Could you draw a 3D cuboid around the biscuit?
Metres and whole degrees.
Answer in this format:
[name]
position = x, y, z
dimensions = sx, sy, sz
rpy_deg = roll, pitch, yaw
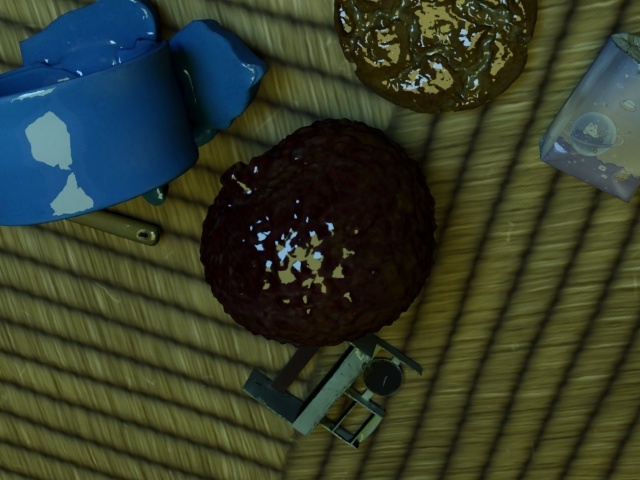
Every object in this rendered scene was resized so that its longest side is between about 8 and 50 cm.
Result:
[biscuit]
position = 0.121, -0.239, 0.987
dimensions = 0.226, 0.042, 0.225
rpy_deg = 4, 112, 10

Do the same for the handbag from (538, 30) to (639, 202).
[handbag]
position = 0.320, -0.137, 0.971
dimensions = 0.117, 0.095, 0.173
rpy_deg = 25, 123, -7

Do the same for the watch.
[watch]
position = -0.216, -0.122, 0.971
dimensions = 0.305, 0.274, 0.241
rpy_deg = -9, 110, 19

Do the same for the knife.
[knife]
position = -0.338, -0.053, 1.164
dimensions = 0.298, 0.017, 0.047
rpy_deg = 16, 113, 8

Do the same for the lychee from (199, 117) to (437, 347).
[lychee]
position = 0.000, 0.000, 0.999
dimensions = 0.261, 0.260, 0.260
rpy_deg = 4, 113, 9

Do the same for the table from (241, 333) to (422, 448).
[table]
position = 0.016, 0.175, 1.170
dimensions = 0.175, 0.062, 0.146
rpy_deg = 35, 114, -2
